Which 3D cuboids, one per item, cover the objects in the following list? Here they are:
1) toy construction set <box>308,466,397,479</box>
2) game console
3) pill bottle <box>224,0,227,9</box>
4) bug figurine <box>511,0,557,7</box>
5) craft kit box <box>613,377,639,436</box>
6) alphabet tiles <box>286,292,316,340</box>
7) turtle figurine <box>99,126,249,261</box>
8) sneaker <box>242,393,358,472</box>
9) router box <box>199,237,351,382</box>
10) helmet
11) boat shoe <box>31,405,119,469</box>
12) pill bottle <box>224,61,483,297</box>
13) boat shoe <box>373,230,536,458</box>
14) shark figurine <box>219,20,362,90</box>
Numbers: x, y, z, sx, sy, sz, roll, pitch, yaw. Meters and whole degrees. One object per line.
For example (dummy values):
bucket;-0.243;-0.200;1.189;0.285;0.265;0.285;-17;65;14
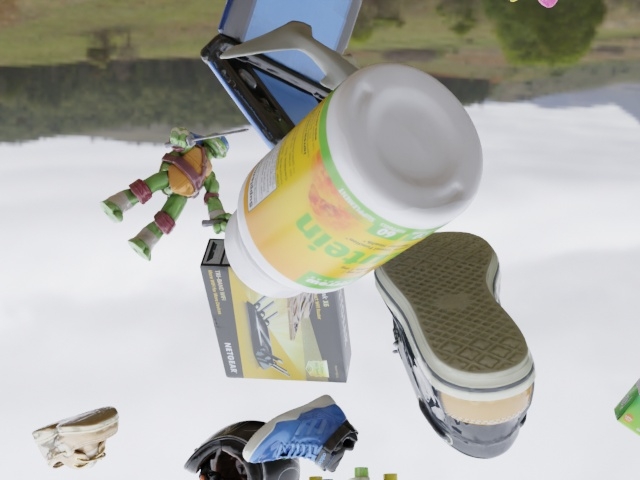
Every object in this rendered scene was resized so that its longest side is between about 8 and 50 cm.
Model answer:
toy construction set;-0.007;0.506;2.057;0.328;0.151;0.215;17;161;-10
game console;0.006;-0.220;1.273;0.250;0.173;0.293;54;-161;21
pill bottle;-0.087;-0.340;1.665;0.131;0.131;0.229;4;179;4
bug figurine;0.362;-0.453;1.485;0.072;0.216;0.279;12;161;-41
craft kit box;0.610;0.236;1.519;0.250;0.246;0.061;35;-167;1
alphabet tiles;-0.016;0.026;1.566;0.009;0.198;0.237;10;-133;11
turtle figurine;-0.233;-0.090;1.823;0.266;0.197;0.275;-42;-120;-17
sneaker;-0.017;0.252;1.265;0.152;0.058;0.084;-19;-125;-43
router box;-0.076;0.135;1.933;0.243;0.308;0.081;1;-138;10
helmet;-0.112;0.353;1.566;0.170;0.169;0.161;7;176;21
boat shoe;-0.260;0.221;1.130;0.063;0.059;0.170;-19;178;-36
pill bottle;0.013;-0.035;0.874;0.136;0.136;0.246;-1;160;-31
boat shoe;0.179;0.120;1.429;0.187;0.155;0.500;-6;-156;-2
shark figurine;0.037;-0.100;1.005;0.278;0.116;0.166;46;168;-23
